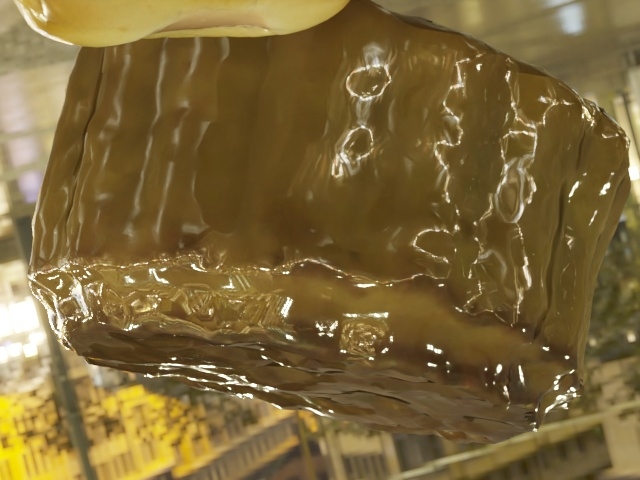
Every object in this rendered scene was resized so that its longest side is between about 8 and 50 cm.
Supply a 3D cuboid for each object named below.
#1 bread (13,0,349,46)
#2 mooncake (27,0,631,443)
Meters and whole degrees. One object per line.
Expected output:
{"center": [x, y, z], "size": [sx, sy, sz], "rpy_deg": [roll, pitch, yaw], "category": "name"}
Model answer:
{"center": [-0.051, -0.217, 0.459], "size": [0.142, 0.305, 0.091], "rpy_deg": [-10, -157, -27], "category": "bread"}
{"center": [0.001, 0.000, 0.744], "size": [0.324, 0.187, 0.324], "rpy_deg": [11, 167, 3], "category": "mooncake"}
